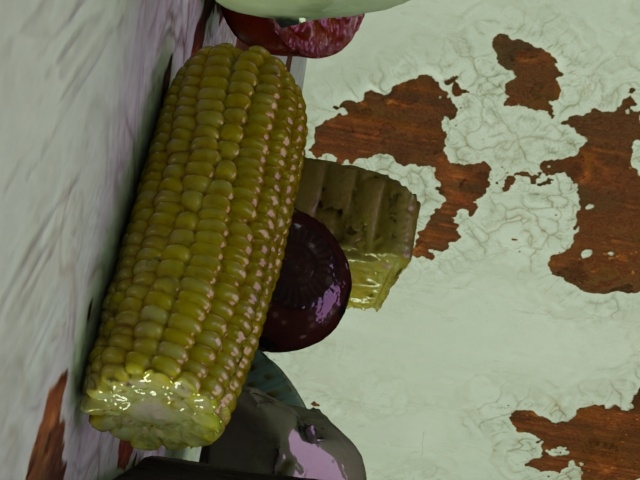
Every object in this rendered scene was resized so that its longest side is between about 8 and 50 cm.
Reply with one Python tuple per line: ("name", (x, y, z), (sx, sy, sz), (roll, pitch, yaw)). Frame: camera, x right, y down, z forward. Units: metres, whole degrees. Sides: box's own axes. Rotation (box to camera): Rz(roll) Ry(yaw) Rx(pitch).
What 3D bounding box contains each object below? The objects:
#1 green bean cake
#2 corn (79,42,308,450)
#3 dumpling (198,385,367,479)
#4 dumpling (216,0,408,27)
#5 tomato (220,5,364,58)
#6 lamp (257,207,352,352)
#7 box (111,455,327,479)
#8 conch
("green bean cake", (0.000, 0.000, 1.361), (0.229, 0.224, 0.131), (108, -7, -65))
("corn", (-0.065, -0.004, 0.600), (0.093, 0.093, 0.244), (100, 1, -60))
("dumpling", (-0.058, 0.265, 1.078), (0.163, 0.204, 0.293), (-67, 147, -46))
("dumpling", (0.016, -0.213, 0.455), (0.175, 0.243, 0.227), (-1, 89, -51))
("tomato", (-0.032, -0.208, 0.789), (0.159, 0.091, 0.139), (-26, 121, -56))
("lamp", (-0.049, 0.044, 1.114), (0.135, 0.157, 0.156), (141, -52, -61))
("box", (-0.065, 0.269, 0.672), (0.297, 0.190, 0.225), (103, -5, -84))
("conch", (-0.084, 0.219, 1.264), (0.131, 0.200, 0.172), (-41, 155, -10))
